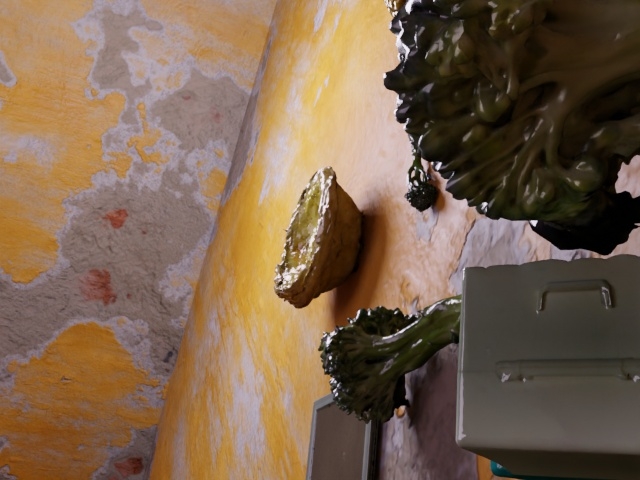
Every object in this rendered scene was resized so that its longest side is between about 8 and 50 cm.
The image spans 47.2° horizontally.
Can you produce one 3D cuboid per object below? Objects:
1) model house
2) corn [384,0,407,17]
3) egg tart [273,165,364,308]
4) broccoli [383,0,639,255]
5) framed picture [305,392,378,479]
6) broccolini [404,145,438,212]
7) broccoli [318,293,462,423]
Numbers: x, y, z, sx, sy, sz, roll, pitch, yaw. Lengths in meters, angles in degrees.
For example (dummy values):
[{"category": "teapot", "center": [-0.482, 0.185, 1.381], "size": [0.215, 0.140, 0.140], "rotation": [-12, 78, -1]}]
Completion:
[{"category": "model house", "center": [0.152, 0.081, 0.402], "size": [0.127, 0.149, 0.100], "rotation": [-5, 61, 27]}, {"category": "corn", "center": [0.116, -0.355, 0.956], "size": [0.310, 0.102, 0.101], "rotation": [-97, 26, -52]}, {"category": "egg tart", "center": [0.001, 0.001, 1.061], "size": [0.212, 0.090, 0.212], "rotation": [-165, 90, -72]}, {"category": "broccoli", "center": [0.185, -0.114, 0.414], "size": [0.243, 0.263, 0.246], "rotation": [2, 112, 50]}, {"category": "framed picture", "center": [0.018, 0.306, 0.863], "size": [0.217, 0.017, 0.274], "rotation": [135, 146, -62]}, {"category": "broccolini", "center": [0.117, -0.090, 0.861], "size": [0.035, 0.030, 0.140], "rotation": [-50, 24, 41]}, {"category": "broccoli", "center": [0.083, 0.099, 0.708], "size": [0.204, 0.122, 0.118], "rotation": [-38, 53, 44]}]
